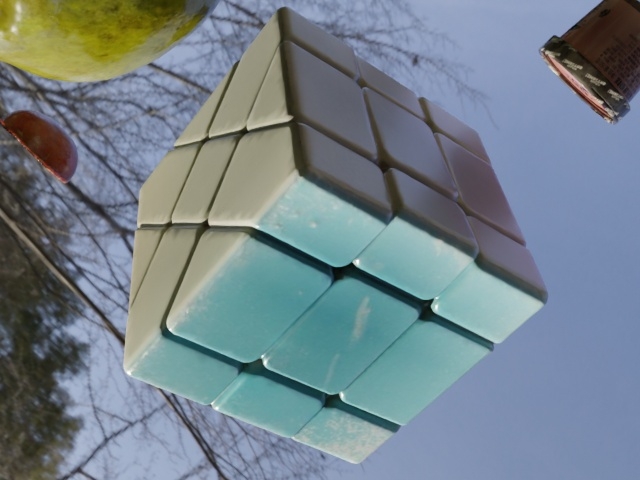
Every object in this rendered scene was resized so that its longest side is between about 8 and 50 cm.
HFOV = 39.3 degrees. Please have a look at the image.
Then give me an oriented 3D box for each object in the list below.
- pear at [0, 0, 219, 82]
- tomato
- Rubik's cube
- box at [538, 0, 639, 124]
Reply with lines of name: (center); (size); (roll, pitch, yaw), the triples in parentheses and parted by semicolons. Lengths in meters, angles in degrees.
pear: (-0.252, -0.358, 0.995); (0.352, 0.352, 0.413); (6, -142, 16)
tomato: (-0.466, -0.170, 1.518); (0.069, 0.155, 0.155); (-46, -120, -9)
Rubik's cube: (0.000, 0.000, 0.994); (0.322, 0.316, 0.319); (-46, -148, 27)
box: (0.399, -0.259, 1.231); (0.135, 0.151, 0.151); (-47, -123, 12)
